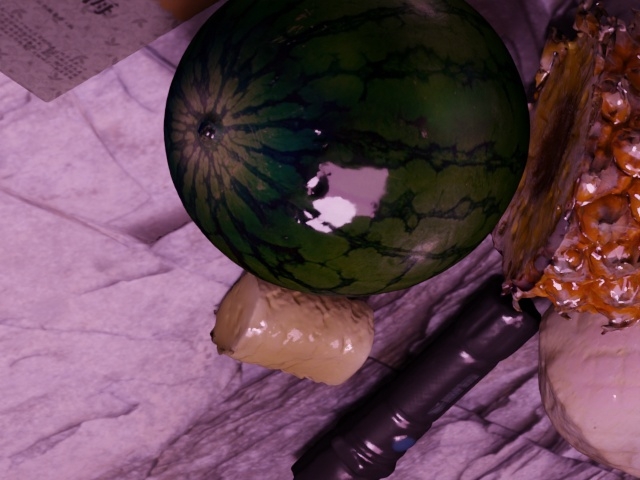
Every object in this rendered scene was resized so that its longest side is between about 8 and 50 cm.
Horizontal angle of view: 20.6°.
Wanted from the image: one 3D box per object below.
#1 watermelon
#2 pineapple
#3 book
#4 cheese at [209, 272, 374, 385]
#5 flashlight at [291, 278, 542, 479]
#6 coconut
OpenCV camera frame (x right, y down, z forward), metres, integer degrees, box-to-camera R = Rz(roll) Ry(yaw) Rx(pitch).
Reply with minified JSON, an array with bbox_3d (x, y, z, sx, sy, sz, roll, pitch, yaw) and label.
[{"bbox_3d":[0.026,-0.107,1.699,0.363,0.363,0.363,-5,135,-5],"label":"watermelon"},{"bbox_3d":[0.351,-0.065,1.785,0.300,0.352,0.352,8,133,-10],"label":"pineapple"},{"bbox_3d":[-0.222,-0.282,1.649,0.389,0.032,0.269,-28,135,31],"label":"book"},{"bbox_3d":[-0.031,0.107,2.074,0.167,0.094,0.123,18,128,-26],"label":"cheese"},{"bbox_3d":[0.120,0.202,2.201,0.103,0.103,0.424,25,125,-31],"label":"flashlight"},{"bbox_3d":[0.415,0.116,2.034,0.328,0.329,0.329,-5,135,-5],"label":"coconut"}]
